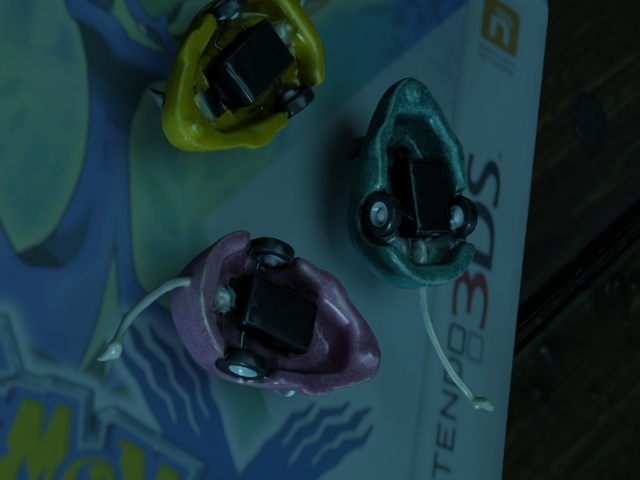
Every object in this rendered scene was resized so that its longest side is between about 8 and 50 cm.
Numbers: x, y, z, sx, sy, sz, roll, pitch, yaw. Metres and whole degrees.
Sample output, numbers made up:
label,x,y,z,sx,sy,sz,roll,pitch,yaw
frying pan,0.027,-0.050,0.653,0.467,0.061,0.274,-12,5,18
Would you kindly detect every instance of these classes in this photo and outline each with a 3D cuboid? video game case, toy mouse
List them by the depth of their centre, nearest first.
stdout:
label,x,y,z,sx,sy,sz,roll,pitch,yaw
video game case,-0.063,-0.010,0.400,0.329,0.036,0.300,25,63,-34
toy mouse,0.000,0.000,0.408,0.143,0.031,0.161,50,52,-21
